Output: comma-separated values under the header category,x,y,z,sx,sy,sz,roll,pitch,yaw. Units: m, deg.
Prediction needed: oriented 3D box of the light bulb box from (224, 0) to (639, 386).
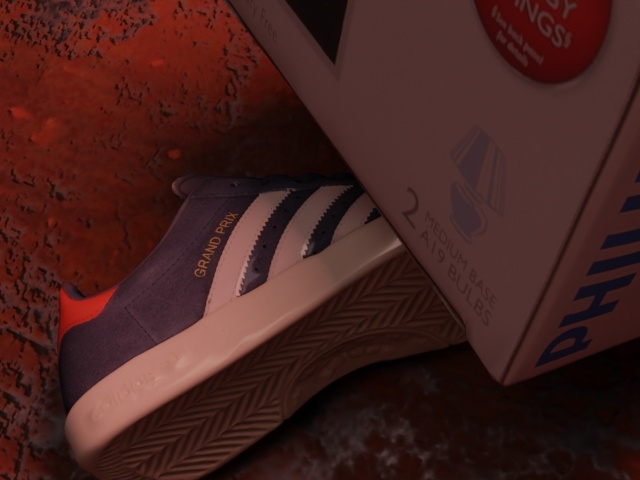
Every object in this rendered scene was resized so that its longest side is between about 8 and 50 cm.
category,x,y,z,sx,sy,sz,roll,pitch,yaw
light bulb box,0.163,-0.171,0.565,0.361,0.225,0.358,-15,52,-25

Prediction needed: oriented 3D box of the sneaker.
category,x,y,z,sx,sy,sz,roll,pitch,yaw
sneaker,0.000,0.000,0.668,0.350,0.131,0.148,-26,53,0
